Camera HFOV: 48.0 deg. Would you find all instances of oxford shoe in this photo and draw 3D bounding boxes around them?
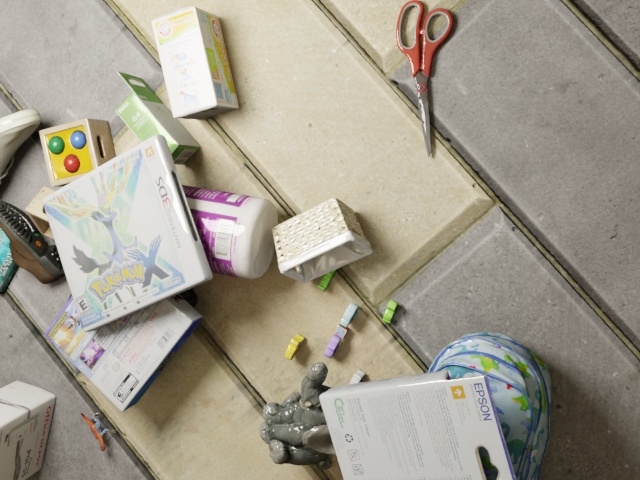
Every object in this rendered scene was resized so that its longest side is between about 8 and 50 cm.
[{"bbox_3d":[-0.783,-0.152,1.639,0.449,0.169,0.130,-32,94,20],"label":"oxford shoe"},{"bbox_3d":[-0.682,0.010,1.639,0.096,0.083,0.227,-33,101,19],"label":"oxford shoe"}]

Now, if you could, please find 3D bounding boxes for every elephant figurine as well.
[{"bbox_3d":[0.002,0.355,1.435,0.239,0.186,0.169,-37,63,35],"label":"elephant figurine"}]

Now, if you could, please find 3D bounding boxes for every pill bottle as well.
[{"bbox_3d":[-0.253,-0.025,1.487,0.302,0.169,0.169,10,98,16],"label":"pill bottle"}]

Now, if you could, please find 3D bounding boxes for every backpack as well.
[{"bbox_3d":[0.292,0.346,1.338,0.290,0.273,0.355,23,89,28],"label":"backpack"}]

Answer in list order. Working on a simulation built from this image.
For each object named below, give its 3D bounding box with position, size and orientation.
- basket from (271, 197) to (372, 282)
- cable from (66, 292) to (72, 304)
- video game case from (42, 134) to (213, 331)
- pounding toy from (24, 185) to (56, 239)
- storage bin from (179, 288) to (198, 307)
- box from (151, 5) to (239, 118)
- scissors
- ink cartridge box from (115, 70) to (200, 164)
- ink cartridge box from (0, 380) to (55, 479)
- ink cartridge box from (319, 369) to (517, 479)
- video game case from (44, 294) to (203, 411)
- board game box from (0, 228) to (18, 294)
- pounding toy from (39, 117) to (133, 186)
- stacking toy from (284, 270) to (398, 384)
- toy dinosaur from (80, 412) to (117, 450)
[{"bbox_3d":[0.000,0.000,1.436,0.167,0.113,0.103,-25,66,18],"label":"basket"},{"bbox_3d":[-0.521,0.040,1.611,0.287,0.072,0.139,-48,41,26],"label":"cable"},{"bbox_3d":[-0.393,-0.007,1.432,0.329,0.036,0.299,-23,82,25],"label":"video game case"},{"bbox_3d":[-0.559,-0.061,1.590,0.130,0.141,0.100,23,63,13],"label":"pounding toy"},{"bbox_3d":[-0.377,0.144,1.584,0.180,0.084,0.122,-39,84,17],"label":"storage bin"},{"bbox_3d":[-0.256,-0.361,1.481,0.103,0.114,0.203,-12,93,19],"label":"box"},{"bbox_3d":[0.188,-0.316,1.408,0.109,0.021,0.297,10,99,13],"label":"scissors"},{"bbox_3d":[-0.360,-0.256,1.526,0.062,0.109,0.209,-42,83,15],"label":"ink cartridge box"},{"bbox_3d":[-0.738,0.463,1.620,0.117,0.283,0.207,16,100,11],"label":"ink cartridge box"},{"bbox_3d":[0.187,0.394,1.245,0.330,0.071,0.324,-15,92,31],"label":"ink cartridge box"},{"bbox_3d":[-0.419,0.181,1.524,0.244,0.061,0.269,41,105,9],"label":"video game case"},{"bbox_3d":[-0.767,0.019,1.717,0.126,0.026,0.186,36,104,10],"label":"board game box"},{"bbox_3d":[-0.494,-0.174,1.581,0.206,0.094,0.181,-11,92,18],"label":"pounding toy"},{"bbox_3d":[0.042,0.184,1.481,0.167,0.052,0.221,28,102,12],"label":"stacking toy"},{"bbox_3d":[-0.522,0.447,1.668,0.047,0.090,0.082,-38,52,31],"label":"toy dinosaur"}]
